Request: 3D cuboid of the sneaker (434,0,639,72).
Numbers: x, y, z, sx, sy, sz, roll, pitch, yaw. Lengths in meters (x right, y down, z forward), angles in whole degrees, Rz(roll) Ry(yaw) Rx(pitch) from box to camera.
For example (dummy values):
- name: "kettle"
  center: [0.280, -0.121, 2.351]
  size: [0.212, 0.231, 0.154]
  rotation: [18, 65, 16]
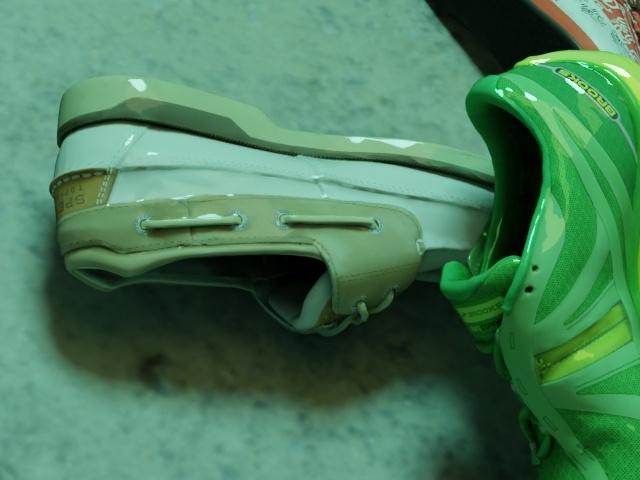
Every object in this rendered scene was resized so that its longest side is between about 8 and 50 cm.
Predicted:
- name: "sneaker"
  center: [0.184, -0.129, 1.217]
  size: [0.145, 0.090, 0.270]
  rotation: [-15, 56, -30]

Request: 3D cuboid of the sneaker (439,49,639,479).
- name: "sneaker"
  center: [0.119, 0.050, 0.974]
  size: [0.123, 0.109, 0.296]
  rotation: [-1, 81, -23]

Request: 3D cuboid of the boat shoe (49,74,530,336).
- name: "boat shoe"
  center: [0.000, 0.000, 1.026]
  size: [0.302, 0.113, 0.103]
  rotation: [11, 69, -18]
